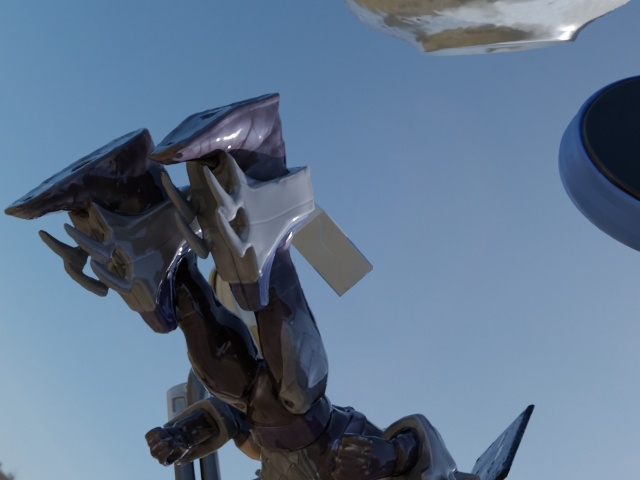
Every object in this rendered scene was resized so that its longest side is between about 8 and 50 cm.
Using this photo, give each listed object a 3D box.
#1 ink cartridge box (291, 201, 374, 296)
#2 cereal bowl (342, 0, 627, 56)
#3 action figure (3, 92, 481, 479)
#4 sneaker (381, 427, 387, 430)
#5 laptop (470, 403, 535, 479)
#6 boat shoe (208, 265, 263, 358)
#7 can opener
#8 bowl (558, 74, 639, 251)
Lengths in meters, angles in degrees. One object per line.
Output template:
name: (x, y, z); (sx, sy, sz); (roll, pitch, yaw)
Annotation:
ink cartridge box: (0.000, 0.000, 1.289); (0.134, 0.078, 0.231); (48, 0, -14)
cereal bowl: (0.176, -0.267, 0.756); (0.339, 0.339, 0.141); (9, -74, 51)
action figure: (-0.028, 0.075, 0.383); (0.185, 0.099, 0.285); (-11, -65, 32)
sneaker: (0.114, 0.304, 0.905); (0.081, 0.094, 0.208); (55, 17, -35)
laptop: (0.303, 0.447, 1.228); (0.137, 0.234, 0.264); (39, -62, 11)
boat shoe: (-0.089, 0.166, 1.281); (0.103, 0.113, 0.302); (-6, -66, 46)
can opener: (-0.192, 0.307, 1.117); (0.280, 0.074, 0.093); (-108, -164, -49)
bowl: (0.570, -0.125, 1.128); (0.391, 0.391, 0.077); (36, -32, 30)
